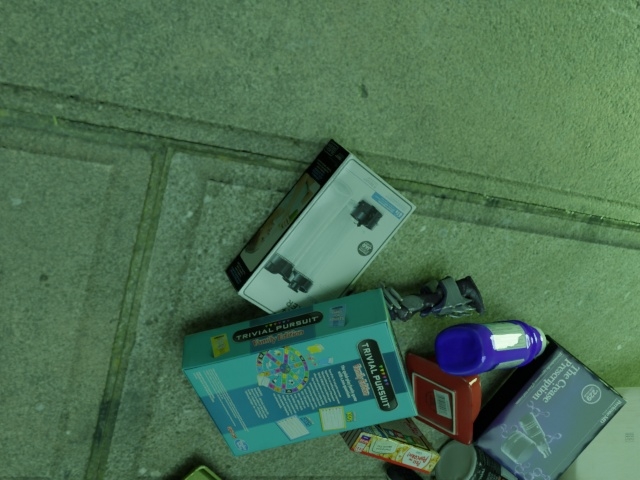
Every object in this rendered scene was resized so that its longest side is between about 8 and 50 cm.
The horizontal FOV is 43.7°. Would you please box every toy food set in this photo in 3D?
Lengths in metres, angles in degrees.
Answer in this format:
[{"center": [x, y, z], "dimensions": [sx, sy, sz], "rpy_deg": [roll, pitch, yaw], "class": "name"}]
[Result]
[{"center": [0.650, 0.412, 1.730], "dimensions": [0.306, 0.092, 0.219], "rpy_deg": [-2, 97, -2], "class": "toy food set"}]

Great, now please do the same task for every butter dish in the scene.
[{"center": [0.255, 0.287, 1.545], "dimensions": [0.118, 0.160, 0.160], "rpy_deg": [-26, 123, -36], "class": "butter dish"}]

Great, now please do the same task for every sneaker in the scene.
[{"center": [0.200, 0.557, 1.667], "dimensions": [0.097, 0.084, 0.235], "rpy_deg": [-45, 122, 4], "class": "sneaker"}]

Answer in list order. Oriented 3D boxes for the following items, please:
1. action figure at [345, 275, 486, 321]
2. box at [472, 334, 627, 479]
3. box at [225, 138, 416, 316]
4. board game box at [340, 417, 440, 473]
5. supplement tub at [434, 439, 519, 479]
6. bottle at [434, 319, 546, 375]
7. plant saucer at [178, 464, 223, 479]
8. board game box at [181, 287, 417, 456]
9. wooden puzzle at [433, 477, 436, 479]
[{"center": [0.135, 0.123, 1.404], "dimensions": [0.285, 0.185, 0.099], "rpy_deg": [-11, 73, -18], "class": "action figure"}, {"center": [0.457, 0.355, 1.626], "dimensions": [0.184, 0.103, 0.261], "rpy_deg": [38, 96, -5], "class": "box"}, {"center": [0.000, 0.000, 1.325], "dimensions": [0.169, 0.087, 0.290], "rpy_deg": [37, 97, -31], "class": "box"}, {"center": [0.113, 0.357, 1.503], "dimensions": [0.193, 0.147, 0.045], "rpy_deg": [24, 102, -29], "class": "board game box"}, {"center": [0.340, 0.501, 1.679], "dimensions": [0.190, 0.117, 0.117], "rpy_deg": [36, 97, -31], "class": "supplement tub"}, {"center": [0.332, 0.198, 1.501], "dimensions": [0.283, 0.118, 0.092], "rpy_deg": [3, 77, -48], "class": "bottle"}, {"center": [-0.239, 0.513, 1.493], "dimensions": [0.188, 0.045, 0.188], "rpy_deg": [-39, 122, 0], "class": "plant saucer"}, {"center": [-0.028, 0.229, 1.345], "dimensions": [0.336, 0.079, 0.253], "rpy_deg": [-14, 130, 6], "class": "board game box"}, {"center": [0.291, 0.549, 1.707], "dimensions": [0.014, 0.078, 0.116], "rpy_deg": [-43, 130, 19], "class": "wooden puzzle"}]
